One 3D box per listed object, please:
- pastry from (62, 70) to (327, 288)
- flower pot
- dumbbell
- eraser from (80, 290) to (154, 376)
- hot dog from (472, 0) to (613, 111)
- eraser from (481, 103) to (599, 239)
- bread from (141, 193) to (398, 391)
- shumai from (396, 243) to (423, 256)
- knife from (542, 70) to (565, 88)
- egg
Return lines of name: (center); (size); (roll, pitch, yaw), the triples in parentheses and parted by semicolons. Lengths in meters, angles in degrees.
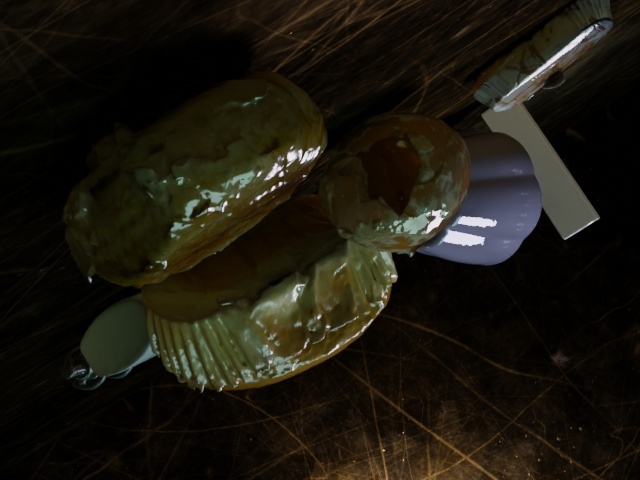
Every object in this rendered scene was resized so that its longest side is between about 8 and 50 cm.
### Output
pastry: (-0.108, -0.060, 1.052); (0.236, 0.120, 0.257); (-33, 174, -43)
flower pot: (0.230, -0.082, 2.173); (0.265, 0.265, 0.243); (-36, 159, 32)
dumbbell: (-0.377, 0.208, 2.054); (0.082, 0.081, 0.254); (-34, 174, 15)
eraser: (-0.230, 0.111, 1.932); (0.189, 0.104, 0.290); (-32, 175, 39)
hot dog: (0.344, -0.290, 1.837); (0.253, 0.069, 0.131); (-38, 164, 26)
eraser: (0.434, -0.146, 2.357); (0.078, 0.298, 0.076); (-35, 173, 16)
bread: (-0.067, 0.079, 1.735); (0.389, 0.236, 0.183); (-23, 129, -23)
shumai: (0.126, -0.063, 2.010); (0.166, 0.175, 0.206); (-29, 170, -32)
knife: (0.382, -0.279, 1.955); (0.058, 0.032, 0.244); (-31, -167, 24)
egg: (0.108, -0.085, 1.659); (0.233, 0.194, 0.195); (-26, 172, -21)
